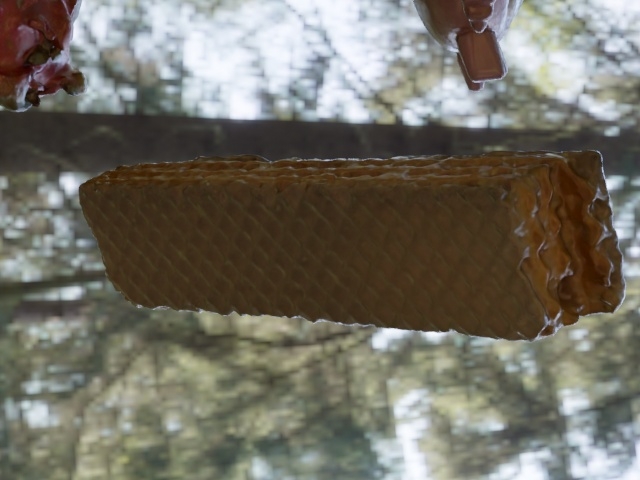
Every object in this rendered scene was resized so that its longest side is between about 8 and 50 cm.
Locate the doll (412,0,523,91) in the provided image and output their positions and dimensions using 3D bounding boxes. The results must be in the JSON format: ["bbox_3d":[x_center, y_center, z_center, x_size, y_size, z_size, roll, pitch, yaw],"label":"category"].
[{"bbox_3d":[0.104,-0.213,1.275,0.262,0.093,0.211,-89,172,-73],"label":"doll"}]

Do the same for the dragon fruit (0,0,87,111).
[{"bbox_3d":[-0.239,-0.165,1.147,0.150,0.208,0.133,-45,-141,-11],"label":"dragon fruit"}]

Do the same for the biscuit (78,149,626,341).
[{"bbox_3d":[0.000,0.000,1.006,0.378,0.054,0.094,3,-65,44],"label":"biscuit"}]
